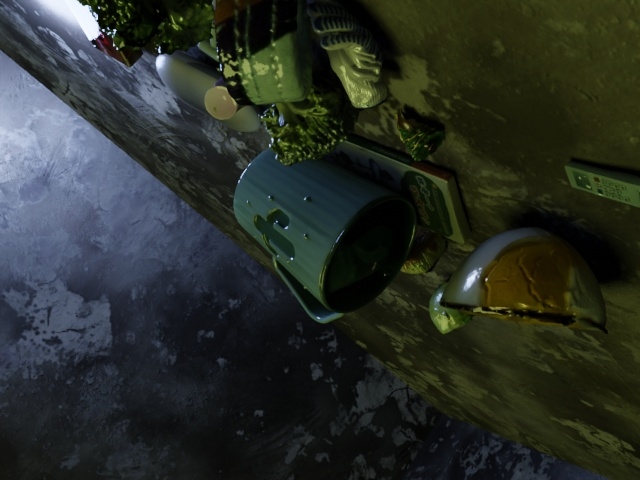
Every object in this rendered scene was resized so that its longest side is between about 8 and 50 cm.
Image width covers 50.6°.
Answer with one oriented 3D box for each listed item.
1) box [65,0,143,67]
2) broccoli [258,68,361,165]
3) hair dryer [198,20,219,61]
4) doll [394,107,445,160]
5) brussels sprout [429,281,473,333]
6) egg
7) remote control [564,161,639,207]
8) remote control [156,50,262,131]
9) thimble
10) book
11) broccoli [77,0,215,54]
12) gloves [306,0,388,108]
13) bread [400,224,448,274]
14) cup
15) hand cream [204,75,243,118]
[{"bbox_3d":[-0.607,-0.607,1.886,0.159,0.071,0.240,29,163,17],"label":"box"},{"bbox_3d":[-0.032,-0.291,1.356,0.243,0.263,0.247,48,131,-12],"label":"broccoli"},{"bbox_3d":[-0.253,-0.473,1.573,0.063,0.038,0.124,34,159,8],"label":"hair dryer"},{"bbox_3d":[0.178,-0.205,1.338,0.113,0.076,0.078,31,173,23],"label":"doll"},{"bbox_3d":[0.375,0.185,1.963,0.122,0.149,0.151,54,147,-4],"label":"brussels sprout"},{"bbox_3d":[0.425,0.076,1.394,0.337,0.201,0.337,12,175,1],"label":"egg"},{"bbox_3d":[0.479,-0.092,1.102,0.162,0.029,0.061,28,162,45],"label":"remote control"},{"bbox_3d":[-0.290,-0.388,1.770,0.332,0.103,0.221,31,170,18],"label":"remote control"},{"bbox_3d":[-0.093,-0.353,1.187,0.150,0.237,0.237,-1,157,8],"label":"thimble"},{"bbox_3d":[0.176,-0.135,1.621,0.371,0.043,0.260,27,163,34],"label":"book"},{"bbox_3d":[-0.314,-0.500,1.172,0.318,0.338,0.277,17,-162,-10],"label":"broccoli"},{"bbox_3d":[0.047,-0.334,1.187,0.119,0.097,0.229,21,156,51],"label":"gloves"},{"bbox_3d":[0.249,0.022,1.750,0.128,0.140,0.069,9,141,50],"label":"bread"},{"bbox_3d":[-0.014,-0.005,1.667,0.392,0.401,0.310,36,-167,35],"label":"cup"},{"bbox_3d":[-0.162,-0.336,1.450,0.111,0.070,0.312,36,-151,-9],"label":"hand cream"}]
